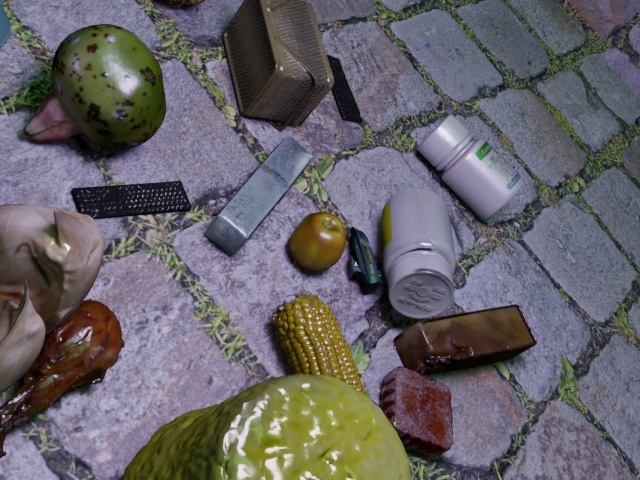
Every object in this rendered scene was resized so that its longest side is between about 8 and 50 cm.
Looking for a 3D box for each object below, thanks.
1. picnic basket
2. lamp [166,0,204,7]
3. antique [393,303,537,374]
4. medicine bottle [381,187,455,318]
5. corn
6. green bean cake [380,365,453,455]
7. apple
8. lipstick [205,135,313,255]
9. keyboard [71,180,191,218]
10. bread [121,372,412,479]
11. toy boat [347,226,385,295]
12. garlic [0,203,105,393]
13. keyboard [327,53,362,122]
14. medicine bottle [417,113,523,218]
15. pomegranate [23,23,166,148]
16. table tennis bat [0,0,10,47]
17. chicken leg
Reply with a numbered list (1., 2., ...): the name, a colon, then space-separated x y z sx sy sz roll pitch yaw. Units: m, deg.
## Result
1. picnic basket: -0.091 -0.381 1.607 0.139 0.165 0.267 6 56 -34
2. lamp: -0.281 -0.620 1.649 0.177 0.177 0.274 30 43 -15
3. antique: 0.289 0.198 1.517 0.309 0.087 0.093 -3 62 -39
4. medicine bottle: 0.192 0.021 1.506 0.143 0.143 0.258 27 35 -18
5. corn: 0.016 0.230 1.275 0.106 0.106 0.305 -9 65 -40
6. green bean cake: 0.170 0.305 1.368 0.135 0.056 0.135 25 49 -20
7. apple: 0.000 0.000 1.436 0.099 0.102 0.114 39 43 -4
8. lipstick: -0.110 -0.088 1.437 0.076 0.077 0.290 39 45 -6
9. keyboard: -0.319 -0.071 1.315 0.204 0.013 0.061 -8 63 -40
10. bread: -0.062 0.342 0.987 0.348 0.308 0.348 23 46 -26
11. toy boat: 0.080 0.033 1.505 0.060 0.055 0.141 -6 62 -14
12. garlic: -0.430 0.069 0.959 0.313 0.250 0.286 3 22 9
13. keyboard: 0.049 -0.359 1.803 0.060 0.018 0.196 3 58 -38
14. medicine bottle: 0.349 -0.175 1.803 0.237 0.139 0.139 44 43 2
15. pomegranate: -0.381 -0.236 1.285 0.248 0.214 0.214 -36 82 -10
16. table tennis bat: -0.599 -0.408 1.344 0.153 0.040 0.244 37 48 -9
17. chicken leg: -0.375 0.194 1.031 0.113 0.093 0.304 50 47 -11
